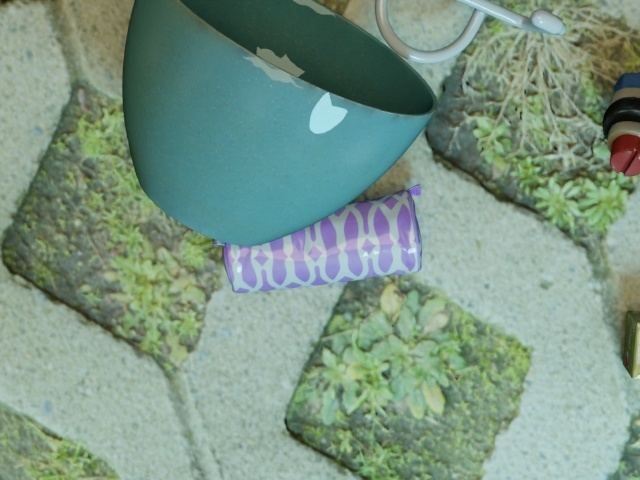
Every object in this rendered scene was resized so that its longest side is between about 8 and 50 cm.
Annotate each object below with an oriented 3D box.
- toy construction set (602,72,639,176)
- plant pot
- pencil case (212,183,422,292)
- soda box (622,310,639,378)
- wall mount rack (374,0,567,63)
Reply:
[{"bbox_3d":[0.420,-0.108,1.562,0.237,0.309,0.257,28,114,-11],"label":"toy construction set"},{"bbox_3d":[-0.065,-0.110,1.581,0.290,0.290,0.195,28,109,-3],"label":"plant pot"},{"bbox_3d":[0.000,0.000,1.689,0.206,0.086,0.088,-5,63,1],"label":"pencil case"},{"bbox_3d":[0.394,0.108,1.705,0.181,0.061,0.058,4,99,0],"label":"soda box"},{"bbox_3d":[0.124,-0.341,1.570,0.304,0.130,0.350,20,93,-23],"label":"wall mount rack"}]
